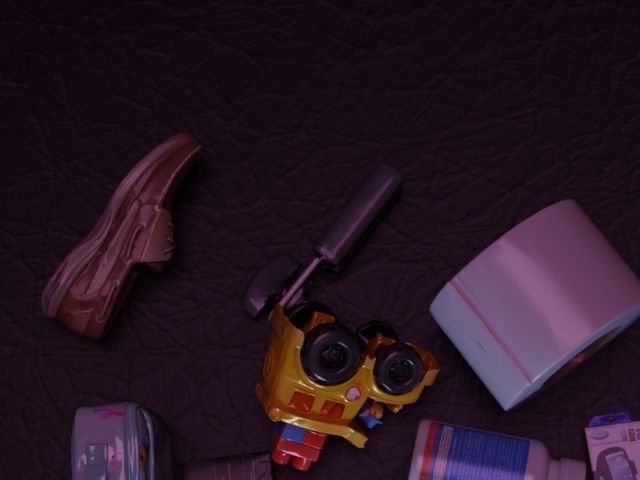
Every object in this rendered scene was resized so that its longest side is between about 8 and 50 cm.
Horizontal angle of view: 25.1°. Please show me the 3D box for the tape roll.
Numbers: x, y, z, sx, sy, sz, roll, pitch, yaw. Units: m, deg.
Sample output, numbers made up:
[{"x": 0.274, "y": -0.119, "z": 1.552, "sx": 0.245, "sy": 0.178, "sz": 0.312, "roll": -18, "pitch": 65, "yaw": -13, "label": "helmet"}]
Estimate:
[{"x": 0.287, "y": 0.086, "z": 1.872, "sx": 0.246, "sy": 0.246, "sz": 0.169, "roll": -36, "pitch": 76, "yaw": -6, "label": "tape roll"}]

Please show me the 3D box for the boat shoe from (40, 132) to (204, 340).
[{"x": -0.255, "y": -0.002, "z": 2.008, "sx": 0.116, "sy": 0.123, "sz": 0.324, "roll": 35, "pitch": 86, "yaw": 5, "label": "boat shoe"}]

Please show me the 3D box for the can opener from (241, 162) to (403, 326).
[{"x": 0.000, "y": 0.000, "z": 2.004, "sx": 0.095, "sy": 0.076, "sz": 0.283, "roll": 35, "pitch": 78, "yaw": 12, "label": "can opener"}]

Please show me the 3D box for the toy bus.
[{"x": 0.021, "y": 0.206, "z": 1.908, "sx": 0.220, "sy": 0.149, "sz": 0.211, "roll": 16, "pitch": 96, "yaw": -17, "label": "toy bus"}]

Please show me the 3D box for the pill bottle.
[{"x": 0.228, "y": 0.312, "z": 1.873, "sx": 0.222, "sy": 0.124, "sz": 0.124, "roll": 10, "pitch": 75, "yaw": 8, "label": "pill bottle"}]

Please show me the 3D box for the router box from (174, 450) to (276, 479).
[{"x": -0.120, "y": 0.378, "z": 1.918, "sx": 0.133, "sy": 0.046, "sz": 0.178, "roll": -7, "pitch": 73, "yaw": 2, "label": "router box"}]

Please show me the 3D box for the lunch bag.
[{"x": -0.251, "y": 0.352, "z": 1.842, "sx": 0.108, "sy": 0.224, "sz": 0.279, "roll": -5, "pitch": 73, "yaw": 3, "label": "lunch bag"}]

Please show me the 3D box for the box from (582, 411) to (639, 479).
[{"x": 0.399, "y": 0.297, "z": 1.916, "sx": 0.081, "sy": 0.028, "sz": 0.136, "roll": -8, "pitch": 76, "yaw": 2, "label": "box"}]
